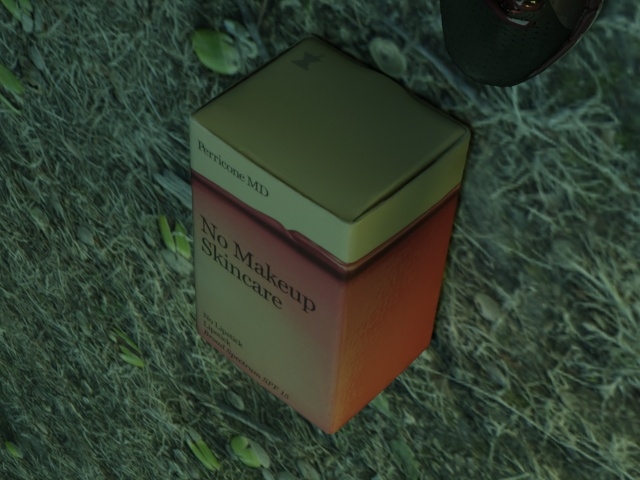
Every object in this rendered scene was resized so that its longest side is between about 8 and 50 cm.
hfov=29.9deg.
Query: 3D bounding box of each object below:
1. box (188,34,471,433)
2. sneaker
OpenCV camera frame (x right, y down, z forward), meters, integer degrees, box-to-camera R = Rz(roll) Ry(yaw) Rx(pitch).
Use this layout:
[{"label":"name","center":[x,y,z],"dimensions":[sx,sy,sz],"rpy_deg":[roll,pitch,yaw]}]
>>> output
[{"label":"box","center":[0.000,0.000,0.857],"dimensions":[0.148,0.127,0.232],"rpy_deg":[34,144,25]},{"label":"sneaker","center":[0.077,-0.158,0.570],"dimensions":[0.106,0.162,0.281],"rpy_deg":[39,146,18]}]
